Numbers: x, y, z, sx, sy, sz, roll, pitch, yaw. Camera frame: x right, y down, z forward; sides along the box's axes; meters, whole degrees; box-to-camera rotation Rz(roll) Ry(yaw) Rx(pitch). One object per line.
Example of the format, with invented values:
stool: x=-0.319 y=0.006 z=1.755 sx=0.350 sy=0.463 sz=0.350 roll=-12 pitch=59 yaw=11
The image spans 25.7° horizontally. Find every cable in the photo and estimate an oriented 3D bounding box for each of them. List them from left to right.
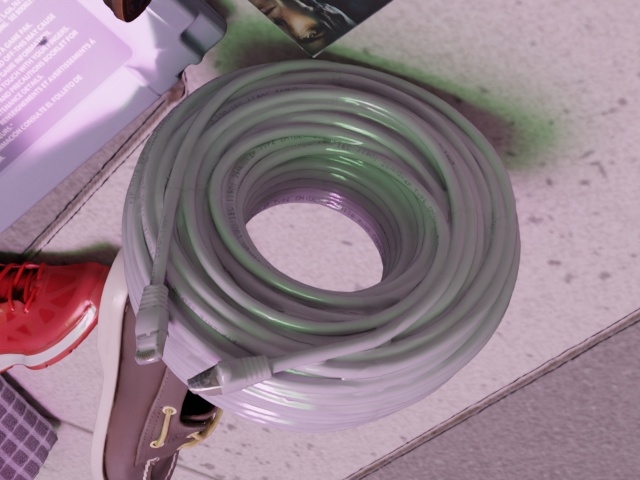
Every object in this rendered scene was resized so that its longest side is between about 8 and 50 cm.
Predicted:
cable: x=0.000 y=0.000 z=0.908 sx=0.257 sy=0.257 sz=0.089 roll=1 pitch=146 yaw=-11

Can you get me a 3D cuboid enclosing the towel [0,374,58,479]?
towel: x=-0.382 y=0.194 z=1.282 sx=0.121 sy=0.235 sz=0.284 roll=-17 pitch=128 yaw=27

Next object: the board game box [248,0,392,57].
board game box: x=0.014 y=-0.200 z=0.856 sx=0.126 sy=0.026 sz=0.186 roll=39 pitch=135 yaw=-21

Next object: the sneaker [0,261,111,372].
sneaker: x=-0.279 y=0.046 z=1.193 sx=0.221 sy=0.087 sz=0.128 roll=-26 pitch=124 yaw=38

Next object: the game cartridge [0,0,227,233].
game cartridge: x=-0.235 y=-0.120 z=0.960 sx=0.297 sy=0.062 sz=0.198 roll=-36 pitch=115 yaw=24

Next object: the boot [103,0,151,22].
boot: x=-0.138 y=-0.242 z=0.832 sx=0.106 sy=0.082 sz=0.219 roll=20 pitch=126 yaw=15

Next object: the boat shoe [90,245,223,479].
boat shoe: x=-0.132 y=0.126 z=1.205 sx=0.096 sy=0.117 sz=0.324 roll=17 pitch=134 yaw=7
